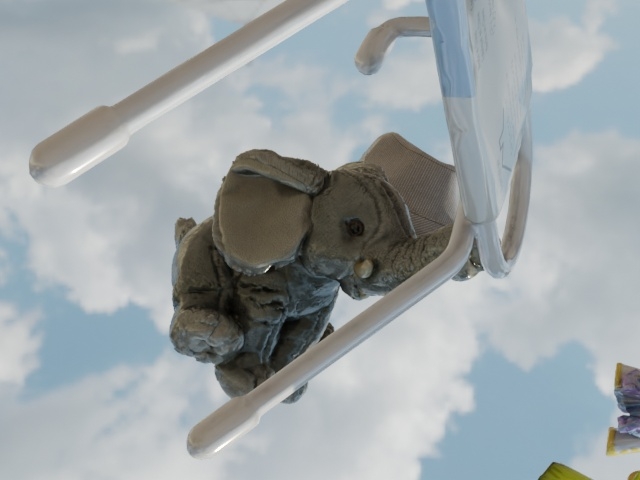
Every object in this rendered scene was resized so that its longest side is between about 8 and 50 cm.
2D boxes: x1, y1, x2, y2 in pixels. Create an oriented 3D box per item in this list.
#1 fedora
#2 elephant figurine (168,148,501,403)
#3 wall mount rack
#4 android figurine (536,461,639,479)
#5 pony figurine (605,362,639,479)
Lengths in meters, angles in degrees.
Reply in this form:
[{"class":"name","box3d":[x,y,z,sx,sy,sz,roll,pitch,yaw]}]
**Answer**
[{"class":"fedora","box3d":[0.122,-0.062,1.659,0.244,0.124,0.275,25,-175,0]},{"class":"elephant figurine","box3d":[0.000,0.000,0.957,0.186,0.239,0.169,39,-154,-6]},{"class":"wall mount rack","box3d":[0.014,-0.073,0.594,0.131,0.350,0.304,5,-127,20]},{"class":"android figurine","box3d":[0.223,0.233,0.746,0.273,0.056,0.248,26,-130,36]},{"class":"pony figurine","box3d":[0.609,0.278,1.853,0.364,0.351,0.302,7,-130,14]}]
